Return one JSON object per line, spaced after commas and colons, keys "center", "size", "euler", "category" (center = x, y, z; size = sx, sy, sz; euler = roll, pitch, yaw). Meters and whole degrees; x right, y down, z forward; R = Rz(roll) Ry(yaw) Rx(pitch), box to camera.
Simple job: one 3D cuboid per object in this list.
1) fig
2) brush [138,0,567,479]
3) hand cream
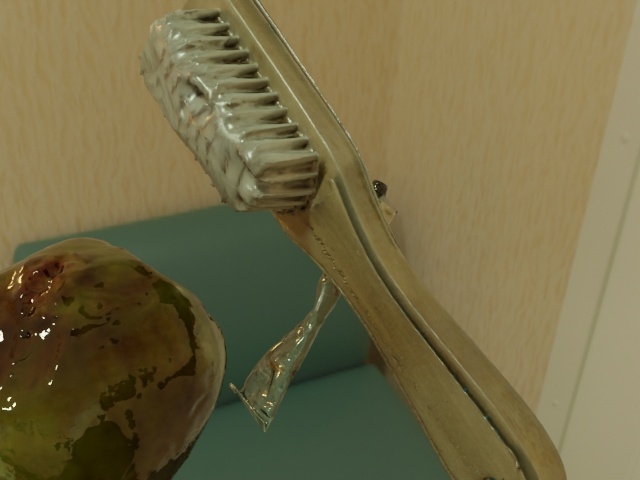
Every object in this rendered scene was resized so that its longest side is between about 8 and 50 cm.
{"center": [-0.132, 0.084, 0.460], "size": [0.154, 0.166, 0.144], "euler": [-1, 11, -24], "category": "fig"}
{"center": [0.000, 0.000, 0.414], "size": [0.065, 0.070, 0.327], "euler": [-18, 66, -42], "category": "brush"}
{"center": [-0.007, 0.052, 0.783], "size": [0.052, 0.248, 0.075], "euler": [33, 0, -7], "category": "hand cream"}
